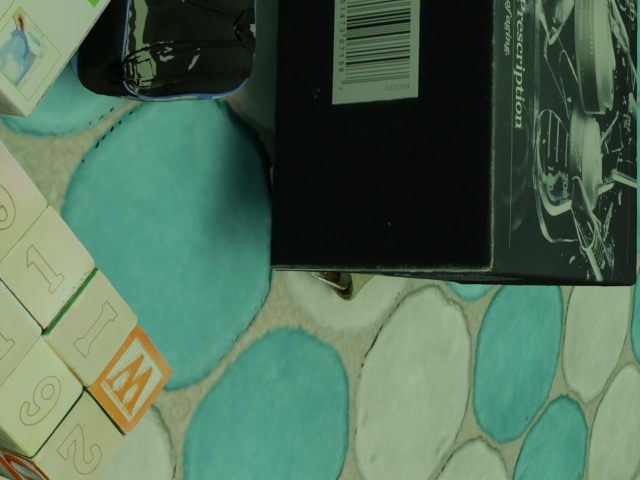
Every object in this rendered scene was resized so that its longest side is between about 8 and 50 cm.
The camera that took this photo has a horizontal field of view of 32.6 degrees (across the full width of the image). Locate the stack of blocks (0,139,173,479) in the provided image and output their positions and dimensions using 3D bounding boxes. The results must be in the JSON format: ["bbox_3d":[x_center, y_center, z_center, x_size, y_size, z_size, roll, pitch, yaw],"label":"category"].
[{"bbox_3d":[-0.216,-0.012,0.509,0.087,0.171,0.297,-55,137,-29],"label":"stack of blocks"}]

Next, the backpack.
[{"bbox_3d":[-0.101,-0.142,0.701,0.114,0.084,0.105,-5,103,-48],"label":"backpack"}]

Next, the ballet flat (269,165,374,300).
[{"bbox_3d":[0.000,0.000,0.901,0.052,0.057,0.168,-57,139,-12],"label":"ballet flat"}]

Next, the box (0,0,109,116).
[{"bbox_3d":[-0.210,-0.165,0.526,0.203,0.114,0.103,52,58,-44],"label":"box"}]

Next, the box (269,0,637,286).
[{"bbox_3d":[0.123,-0.137,0.870,0.312,0.179,0.343,6,85,-58],"label":"box"}]
